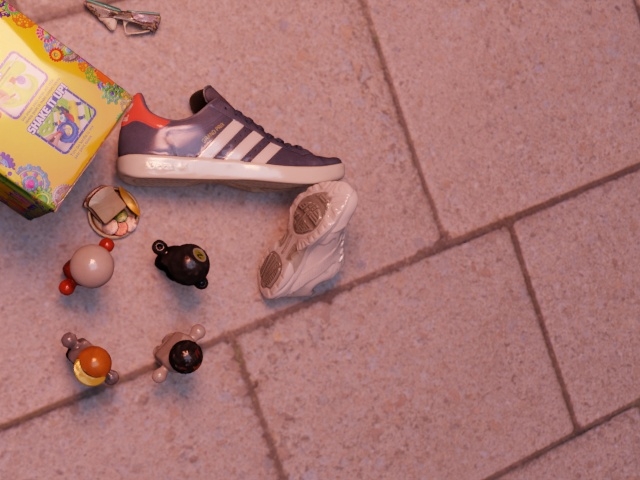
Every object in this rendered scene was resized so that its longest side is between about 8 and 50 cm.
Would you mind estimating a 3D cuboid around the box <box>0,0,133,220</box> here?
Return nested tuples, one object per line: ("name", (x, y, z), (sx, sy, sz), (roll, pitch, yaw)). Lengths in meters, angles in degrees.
("box", (-0.426, -0.177, 1.285), (0.279, 0.290, 0.177), (36, 77, -18))

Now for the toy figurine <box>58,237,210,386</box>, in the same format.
("toy figurine", (-0.262, 0.101, 1.418), (0.213, 0.148, 0.209), (2, 88, -22))

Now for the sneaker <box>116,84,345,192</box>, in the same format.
("sneaker", (-0.125, -0.153, 1.489), (0.350, 0.131, 0.148), (3, 84, -24))

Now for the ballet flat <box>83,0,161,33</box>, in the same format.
("ballet flat", (-0.293, -0.327, 1.475), (0.114, 0.041, 0.041), (7, 86, -20))

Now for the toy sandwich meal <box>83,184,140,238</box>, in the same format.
("toy sandwich meal", (-0.304, -0.043, 1.468), (0.086, 0.029, 0.085), (0, 89, -21))

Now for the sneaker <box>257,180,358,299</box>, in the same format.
("sneaker", (0.000, 0.000, 1.521), (0.115, 0.232, 0.090), (9, 43, -37))
